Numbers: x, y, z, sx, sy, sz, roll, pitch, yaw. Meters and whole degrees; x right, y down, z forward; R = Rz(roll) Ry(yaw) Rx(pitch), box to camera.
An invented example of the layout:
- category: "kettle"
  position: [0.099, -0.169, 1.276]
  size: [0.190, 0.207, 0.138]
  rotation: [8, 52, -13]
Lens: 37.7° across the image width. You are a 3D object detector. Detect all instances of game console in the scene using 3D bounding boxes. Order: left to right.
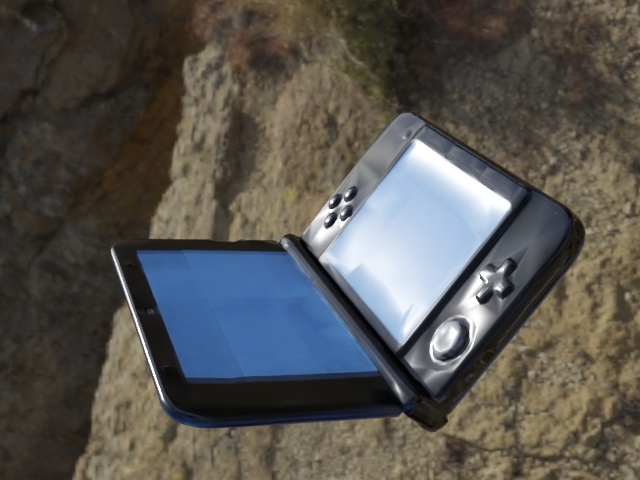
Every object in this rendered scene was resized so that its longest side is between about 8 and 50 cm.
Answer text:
- category: "game console"
  position: [0.000, 0.000, 0.700]
  size: [0.250, 0.173, 0.293]
  rotation: [-52, 30, 7]
